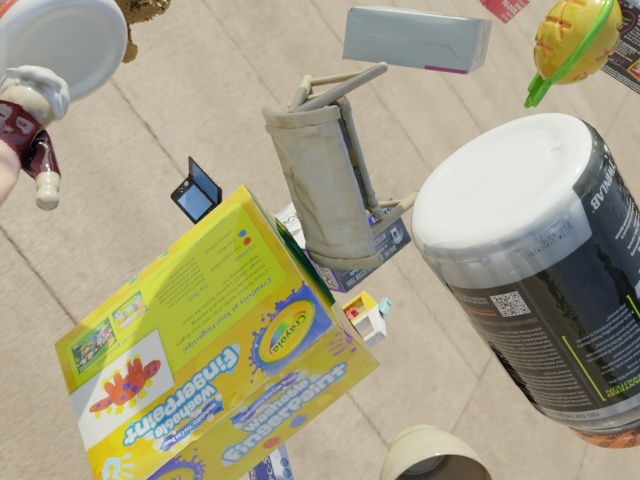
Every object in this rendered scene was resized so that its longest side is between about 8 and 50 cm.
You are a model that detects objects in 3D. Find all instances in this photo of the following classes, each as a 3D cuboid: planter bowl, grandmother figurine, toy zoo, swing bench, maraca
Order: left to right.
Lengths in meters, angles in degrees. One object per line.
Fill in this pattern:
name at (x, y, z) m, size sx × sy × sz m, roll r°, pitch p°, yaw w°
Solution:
grandmother figurine at (-0.403, -0.108, 0.962) m, size 0.208 × 0.104 × 0.342 m, roll 44°, pitch 36°, yaw -21°
swing bench at (0.028, -0.119, 1.279) m, size 0.254 × 0.165 × 0.253 m, roll -51°, pitch 130°, yaw -54°
toy zoo at (0.053, 0.234, 1.951) m, size 0.030 × 0.293 × 0.192 m, roll 48°, pitch 10°, yaw -25°
planter bowl at (0.154, 0.337, 1.164) m, size 0.162 × 0.162 × 0.109 m, roll 37°, pitch 13°, yaw -24°
maraca at (0.329, -0.254, 1.073) m, size 0.099 × 0.185 × 0.127 m, roll 32°, pitch 45°, yaw -2°

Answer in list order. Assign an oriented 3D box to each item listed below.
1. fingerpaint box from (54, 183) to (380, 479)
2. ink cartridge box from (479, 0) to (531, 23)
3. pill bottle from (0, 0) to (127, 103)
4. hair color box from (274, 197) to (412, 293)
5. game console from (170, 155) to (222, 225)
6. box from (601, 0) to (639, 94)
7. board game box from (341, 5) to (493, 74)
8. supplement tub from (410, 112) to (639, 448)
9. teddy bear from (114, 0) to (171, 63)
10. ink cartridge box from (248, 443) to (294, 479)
fingerpaint box at (-0.185, 0.188, 1.323) m, size 0.163 × 0.445 × 0.371 m, roll 45°, pitch 6°, yaw -46°
ink cartridge box at (0.329, -0.503, 1.300) m, size 0.100 × 0.237 × 0.172 m, roll 9°, pitch 47°, yaw -56°
pill bottle at (-0.468, -0.391, 1.238) m, size 0.210 × 0.210 × 0.363 m, roll -6°, pitch 49°, yaw -48°
hair color box at (0.000, 0.000, 1.618) m, size 0.185 × 0.339 × 0.110 m, roll -37°, pitch 113°, yaw -26°
game console at (-0.321, -0.120, 2.064) m, size 0.144 × 0.124 × 0.085 m, roll 46°, pitch 2°, yaw 23°
box at (0.554, -0.387, 1.334) m, size 0.163 × 0.142 × 0.247 m, roll 36°, pitch 58°, yaw 9°
board game box at (0.187, -0.371, 1.474) m, size 0.303 × 0.224 × 0.097 m, roll -44°, pitch 143°, yaw -67°
supplement tub at (0.242, 0.050, 0.789) m, size 0.316 × 0.194 × 0.193 m, roll 53°, pitch 38°, yaw -26°
teddy bear at (-0.438, -0.527, 1.658) m, size 0.245 × 0.338 × 0.113 m, roll -15°, pitch 54°, yaw -8°
ink cartridge box at (-0.119, 0.405, 1.631) m, size 0.046 × 0.097 × 0.207 m, roll 4°, pitch 55°, yaw -35°
